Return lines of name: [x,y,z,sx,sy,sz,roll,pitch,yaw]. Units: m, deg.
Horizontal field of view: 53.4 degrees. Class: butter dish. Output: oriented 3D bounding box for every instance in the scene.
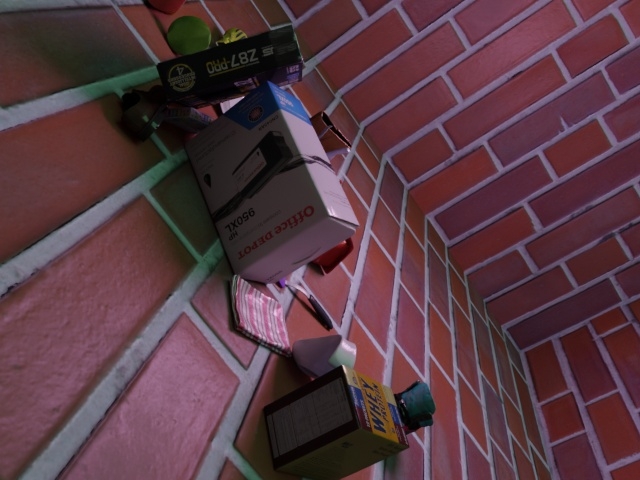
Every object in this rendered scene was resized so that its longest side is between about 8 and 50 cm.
butter dish: [0.000,0.000,1.897,0.118,0.160,0.160,0,57,-41]

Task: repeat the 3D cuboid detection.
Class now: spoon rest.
spoon rest: [0.017,0.259,1.411,0.137,0.084,0.276,36,-20,-7]

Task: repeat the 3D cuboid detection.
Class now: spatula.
spatula: [-0.050,0.139,1.697,0.296,0.030,0.084,49,22,-25]

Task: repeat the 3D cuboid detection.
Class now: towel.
towel: [-0.132,0.174,1.450,0.197,0.029,0.144,39,28,-43]

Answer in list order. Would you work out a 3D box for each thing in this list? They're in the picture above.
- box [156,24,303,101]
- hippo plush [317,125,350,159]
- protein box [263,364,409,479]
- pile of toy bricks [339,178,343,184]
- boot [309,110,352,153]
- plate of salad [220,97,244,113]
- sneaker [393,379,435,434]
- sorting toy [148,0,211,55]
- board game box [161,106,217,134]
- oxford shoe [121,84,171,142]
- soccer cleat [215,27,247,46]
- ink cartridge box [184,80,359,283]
box: [-0.207,-0.417,1.581,0.395,0.318,0.097,-111,-176,-82]
hippo plush: [-0.058,-0.187,1.852,0.234,0.294,0.236,59,1,36]
protein box: [0.032,0.375,1.282,0.200,0.201,0.136,36,29,-46]
pile of toy bricks: [0.037,-0.176,2.268,0.118,0.105,0.212,47,22,-29]
boot: [-0.024,-0.257,1.953,0.264,0.280,0.096,52,36,-30]
plate of salad: [-0.250,-0.384,1.980,0.200,0.048,0.200,39,38,-38]
sneaker: [0.202,0.429,1.644,0.295,0.178,0.124,34,30,-48]
sorting toy: [-0.404,-0.615,1.926,0.366,0.127,0.126,62,-10,4]
board game box: [-0.320,-0.300,1.604,0.154,0.103,0.026,14,81,-64]
oxford shoe: [-0.403,-0.319,1.467,0.096,0.083,0.227,40,22,-23]
soccer cleat: [-0.311,-0.672,2.202,0.121,0.093,0.289,33,30,-37]
ink cartridge box: [-0.124,-0.135,1.548,0.166,0.285,0.395,17,44,-60]
